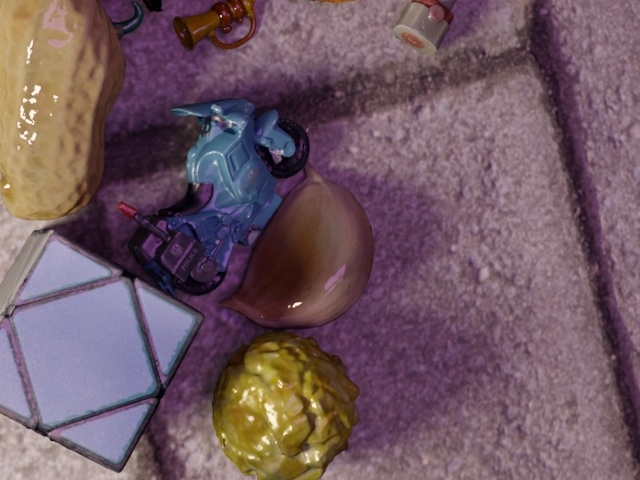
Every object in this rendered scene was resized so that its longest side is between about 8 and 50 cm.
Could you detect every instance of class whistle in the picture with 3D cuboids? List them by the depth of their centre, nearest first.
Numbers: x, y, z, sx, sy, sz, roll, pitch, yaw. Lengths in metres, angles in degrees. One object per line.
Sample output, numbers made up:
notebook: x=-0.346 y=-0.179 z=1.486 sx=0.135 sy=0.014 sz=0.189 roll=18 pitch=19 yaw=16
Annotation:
whistle: x=-0.123 y=-0.271 z=1.627 sx=0.109 sy=0.046 sz=0.057 roll=-24 pitch=83 yaw=-22

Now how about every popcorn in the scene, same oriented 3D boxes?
popcorn: x=-0.035 y=0.211 z=1.599 sx=0.212 sy=0.198 sz=0.198 roll=19 pitch=84 yaw=-43

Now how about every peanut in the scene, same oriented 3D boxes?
peanut: x=-0.304 y=-0.163 z=1.483 sx=0.152 sy=0.152 sz=0.313 roll=1 pitch=115 yaw=-18

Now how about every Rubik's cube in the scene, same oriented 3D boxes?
Rubik's cube: x=-0.283 y=0.119 z=1.490 sx=0.205 sy=0.207 sz=0.205 roll=31 pitch=82 yaw=-15

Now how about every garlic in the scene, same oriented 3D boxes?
garlic: x=0.004 y=-0.003 z=1.650 sx=0.148 sy=0.128 sz=0.267 roll=30 pitch=70 yaw=-27

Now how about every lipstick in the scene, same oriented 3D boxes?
lipstick: x=0.168 y=-0.340 z=1.713 sx=0.063 sy=0.057 sz=0.186 roll=33 pitch=78 yaw=-15

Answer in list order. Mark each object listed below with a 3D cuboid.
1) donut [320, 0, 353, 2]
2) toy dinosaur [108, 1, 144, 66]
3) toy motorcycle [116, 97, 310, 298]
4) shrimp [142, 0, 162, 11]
donut: x=-0.068 y=-0.379 z=1.587 sx=0.259 sy=0.152 sz=0.101 roll=28 pitch=64 yaw=-48
toy dinosaur: x=-0.273 y=-0.249 z=1.558 sx=0.132 sy=0.059 sz=0.096 roll=-23 pitch=113 yaw=-9
toy motorcycle: x=-0.138 y=-0.066 z=1.583 sx=0.182 sy=0.123 sz=0.272 roll=39 pitch=78 yaw=-25
shrimp: x=-0.178 y=-0.462 z=1.574 sx=0.233 sy=0.071 sz=0.365 roll=-10 pitch=99 yaw=-41
